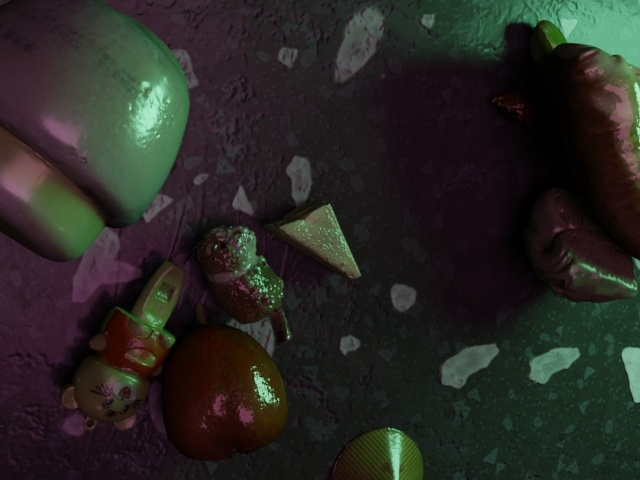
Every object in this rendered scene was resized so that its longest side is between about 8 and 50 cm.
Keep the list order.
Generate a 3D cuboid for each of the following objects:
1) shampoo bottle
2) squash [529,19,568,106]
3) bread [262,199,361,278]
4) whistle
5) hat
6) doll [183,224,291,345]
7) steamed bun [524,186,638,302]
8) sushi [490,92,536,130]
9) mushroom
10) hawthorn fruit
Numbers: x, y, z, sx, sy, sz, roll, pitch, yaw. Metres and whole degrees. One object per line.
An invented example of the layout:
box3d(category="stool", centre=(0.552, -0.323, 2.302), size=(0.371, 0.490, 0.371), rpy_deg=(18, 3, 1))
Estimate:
box3d(category="shampoo bottle", centre=(-0.346, -0.158, 1.219), size=(0.322, 0.322, 0.317), rpy_deg=(39, 76, -24))
box3d(category="squash", centre=(0.440, -0.293, 1.672), size=(0.069, 0.069, 0.239), rpy_deg=(-36, 111, -14))
box3d(category="bread", centre=(-0.014, 0.016, 1.523), size=(0.105, 0.077, 0.152), rpy_deg=(-30, 106, -20))
box3d(category="whistle", centre=(-0.289, 0.165, 1.416), size=(0.131, 0.106, 0.288), rpy_deg=(31, 86, -31))
box3d(category="hat", centre=(0.118, 0.440, 1.652), size=(0.193, 0.082, 0.193), rpy_deg=(-4, 101, -22))
box3d(category="doll", centre=(-0.116, 0.070, 1.474), size=(0.115, 0.105, 0.221), rpy_deg=(-28, 114, 22))
box3d(category="steamed bun", centre=(0.461, 0.026, 1.694), size=(0.218, 0.144, 0.211), rpy_deg=(14, 52, -23))
box3d(category="sushi", centre=(0.350, -0.231, 1.656), size=(0.099, 0.050, 0.047), rpy_deg=(35, 91, -14))
box3d(category="mushroom", centre=(0.515, -0.156, 1.587), size=(0.397, 0.224, 0.314), rpy_deg=(24, 91, -22))
box3d(category="hawthorn fruit", centre=(-0.158, 0.219, 1.448), size=(0.199, 0.199, 0.251), rpy_deg=(-13, 90, -21))
